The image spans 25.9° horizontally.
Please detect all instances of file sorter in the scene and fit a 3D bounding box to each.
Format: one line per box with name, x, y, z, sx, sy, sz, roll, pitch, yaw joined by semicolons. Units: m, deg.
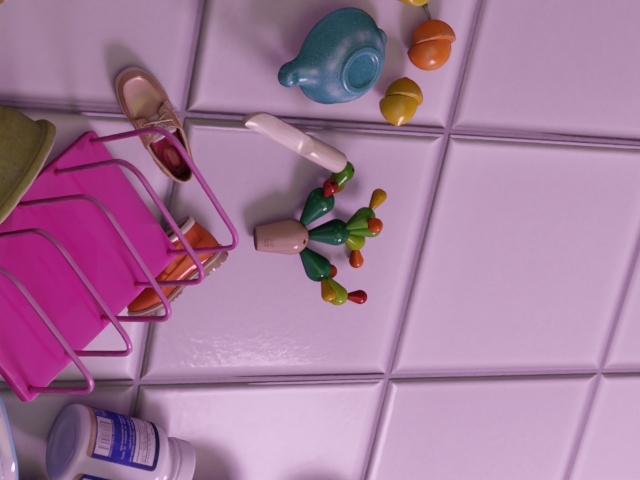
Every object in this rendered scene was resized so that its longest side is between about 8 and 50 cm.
file sorter;-0.271;0.022;1.661;0.290;0.182;0.202;-47;116;-34

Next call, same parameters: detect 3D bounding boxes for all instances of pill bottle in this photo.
pill bottle;-0.274;0.299;1.934;0.187;0.112;0.112;21;105;-31

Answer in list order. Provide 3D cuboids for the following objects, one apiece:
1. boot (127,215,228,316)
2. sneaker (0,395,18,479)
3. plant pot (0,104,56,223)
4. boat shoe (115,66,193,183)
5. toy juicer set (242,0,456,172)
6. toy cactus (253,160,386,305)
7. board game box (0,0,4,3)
boot;-0.210;0.036;1.871;0.158;0.059;0.084;-40;114;-4
sneaker;-0.508;0.321;1.827;0.208;0.127;0.319;-8;117;-23
plant pot;-0.484;-0.109;1.562;0.276;0.276;0.254;-47;113;2
boat shoe;-0.204;-0.144;1.775;0.063;0.059;0.170;-34;124;-7
toy juicer set;0.042;-0.216;1.847;0.329;0.089;0.209;-44;138;-9
toy cactus;0.000;0.000;1.930;0.181;0.112;0.219;-4;125;-13
board game box;-0.360;-0.414;1.577;0.165;0.042;0.243;-32;124;-7
